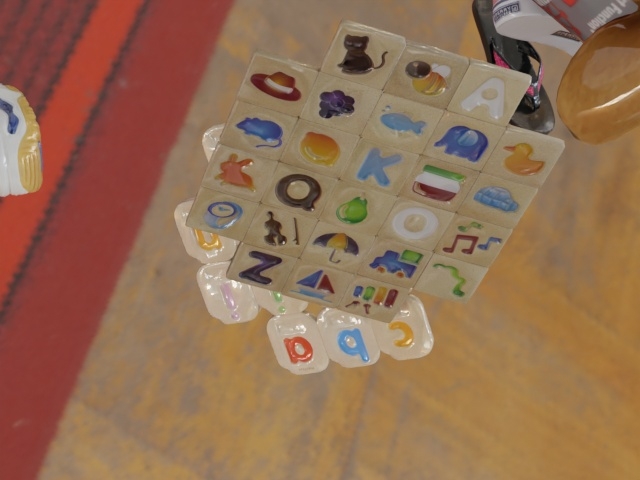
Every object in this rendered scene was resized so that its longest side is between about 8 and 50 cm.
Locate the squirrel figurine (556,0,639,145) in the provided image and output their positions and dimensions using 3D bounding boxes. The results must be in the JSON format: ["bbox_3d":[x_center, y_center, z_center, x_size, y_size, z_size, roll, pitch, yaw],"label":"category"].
[{"bbox_3d":[0.191,-0.300,0.781,0.281,0.397,0.370,-35,93,-43],"label":"squirrel figurine"}]

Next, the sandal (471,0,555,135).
[{"bbox_3d":[0.220,-0.202,1.916,0.067,0.040,0.179,-17,84,-31],"label":"sandal"}]

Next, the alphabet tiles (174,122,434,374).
[{"bbox_3d":[0.000,0.000,1.667,0.021,0.284,0.278,-56,131,-59],"label":"alphabet tiles"}]

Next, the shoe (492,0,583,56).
[{"bbox_3d":[0.198,-0.188,1.296,0.178,0.063,0.081,9,71,-40],"label":"shoe"}]

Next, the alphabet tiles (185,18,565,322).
[{"bbox_3d":[0.043,-0.051,1.526,0.285,0.342,0.011,16,46,-11],"label":"alphabet tiles"}]

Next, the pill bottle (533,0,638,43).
[{"bbox_3d":[0.314,-0.158,1.152,0.363,0.210,0.210,39,46,-4],"label":"pill bottle"}]

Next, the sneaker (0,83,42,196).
[{"bbox_3d":[-0.359,-0.119,1.558,0.131,0.296,0.112,-13,115,-23],"label":"sneaker"}]
